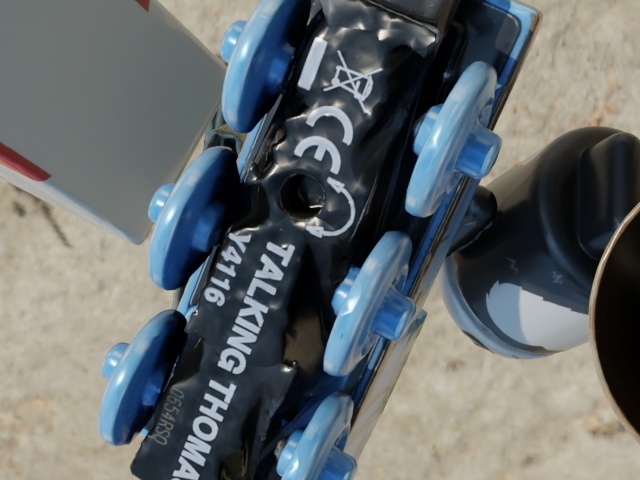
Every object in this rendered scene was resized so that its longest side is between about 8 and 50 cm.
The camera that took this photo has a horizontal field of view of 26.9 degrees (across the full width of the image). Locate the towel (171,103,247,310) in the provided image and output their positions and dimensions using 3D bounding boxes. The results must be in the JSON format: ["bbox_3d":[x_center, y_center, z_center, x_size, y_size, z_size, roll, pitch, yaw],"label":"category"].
[{"bbox_3d":[-0.040,-0.005,1.015,0.056,0.324,0.312,19,119,13],"label":"towel"}]

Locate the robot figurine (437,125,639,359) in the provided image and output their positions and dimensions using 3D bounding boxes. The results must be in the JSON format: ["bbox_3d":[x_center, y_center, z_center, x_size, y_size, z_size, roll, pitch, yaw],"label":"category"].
[{"bbox_3d":[0.218,0.008,1.184,0.209,0.173,0.278,49,148,-2],"label":"robot figurine"}]

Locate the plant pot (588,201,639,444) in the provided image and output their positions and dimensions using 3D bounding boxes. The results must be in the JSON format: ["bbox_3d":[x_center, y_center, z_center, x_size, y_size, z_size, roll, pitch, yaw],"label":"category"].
[{"bbox_3d":[0.305,0.049,0.923,0.215,0.230,0.215,0,92,17],"label":"plant pot"}]

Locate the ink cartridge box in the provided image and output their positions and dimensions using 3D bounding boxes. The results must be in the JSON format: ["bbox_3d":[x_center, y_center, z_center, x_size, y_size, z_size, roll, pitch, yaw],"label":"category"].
[{"bbox_3d":[-0.214,-0.123,0.715,0.273,0.114,0.197,24,171,32],"label":"ink cartridge box"}]

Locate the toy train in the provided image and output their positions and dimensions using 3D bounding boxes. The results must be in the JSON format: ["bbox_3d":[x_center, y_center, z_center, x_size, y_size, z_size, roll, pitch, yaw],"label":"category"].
[{"bbox_3d":[0.000,0.000,0.383,0.080,0.105,0.184,26,107,11],"label":"toy train"}]
